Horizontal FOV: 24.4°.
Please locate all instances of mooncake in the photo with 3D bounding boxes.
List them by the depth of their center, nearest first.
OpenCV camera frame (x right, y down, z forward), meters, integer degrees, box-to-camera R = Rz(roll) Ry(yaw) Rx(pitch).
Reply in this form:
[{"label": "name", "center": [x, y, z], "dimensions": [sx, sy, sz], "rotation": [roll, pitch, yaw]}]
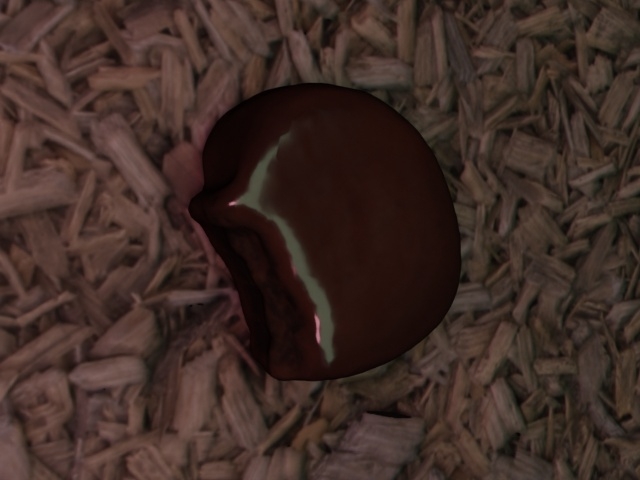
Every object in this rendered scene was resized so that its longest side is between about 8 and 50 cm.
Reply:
[{"label": "mooncake", "center": [0.000, 0.000, 1.679], "dimensions": [0.326, 0.174, 0.334], "rotation": [33, 74, -26]}]
